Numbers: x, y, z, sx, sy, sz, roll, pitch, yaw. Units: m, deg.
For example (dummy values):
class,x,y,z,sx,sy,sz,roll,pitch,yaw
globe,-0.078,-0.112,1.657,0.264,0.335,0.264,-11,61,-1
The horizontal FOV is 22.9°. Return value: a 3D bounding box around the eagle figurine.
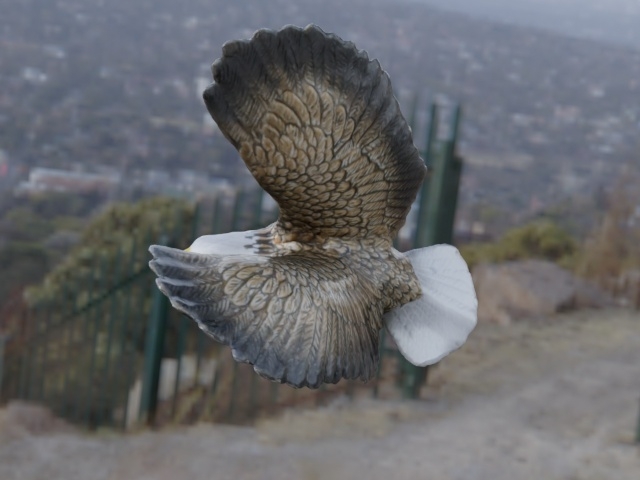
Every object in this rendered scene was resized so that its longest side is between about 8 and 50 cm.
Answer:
class,x,y,z,sx,sy,sz,roll,pitch,yaw
eagle figurine,-0.011,0.004,1.194,0.225,0.226,0.298,-31,-15,-6
